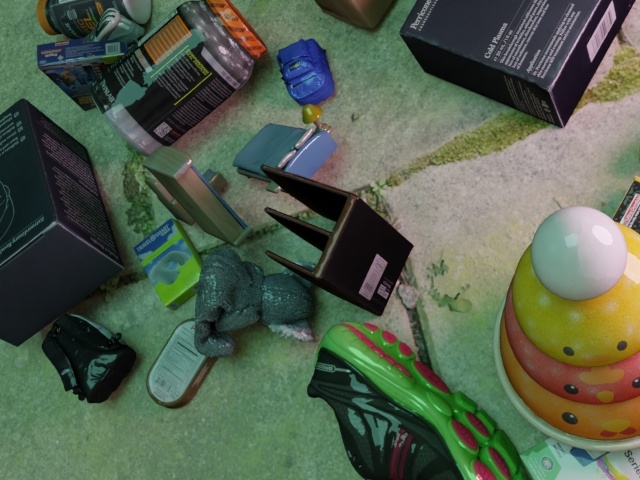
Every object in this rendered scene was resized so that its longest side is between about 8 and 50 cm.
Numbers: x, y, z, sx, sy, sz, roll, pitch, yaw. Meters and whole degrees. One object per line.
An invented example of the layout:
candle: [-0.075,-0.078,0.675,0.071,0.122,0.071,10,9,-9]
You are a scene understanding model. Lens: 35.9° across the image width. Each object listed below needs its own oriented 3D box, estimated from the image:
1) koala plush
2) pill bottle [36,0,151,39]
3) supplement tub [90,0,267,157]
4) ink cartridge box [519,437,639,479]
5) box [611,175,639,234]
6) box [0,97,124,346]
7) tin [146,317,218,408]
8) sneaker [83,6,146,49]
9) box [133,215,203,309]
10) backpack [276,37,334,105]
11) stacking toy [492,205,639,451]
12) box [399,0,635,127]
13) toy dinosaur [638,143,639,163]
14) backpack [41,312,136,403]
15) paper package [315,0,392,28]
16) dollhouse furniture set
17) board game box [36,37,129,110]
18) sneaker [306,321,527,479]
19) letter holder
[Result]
koala plush: [-0.114,0.111,1.847,0.221,0.203,0.196,9,58,1]
pill bottle: [-0.517,-0.529,2.235,0.245,0.130,0.130,-7,71,21]
supplement tub: [-0.288,-0.347,2.039,0.338,0.207,0.207,-38,64,8]
ink cartridge box: [0.444,0.359,1.560,0.212,0.093,0.154,-28,66,0]
box: [0.560,0.090,1.620,0.257,0.079,0.322,28,86,26]
box: [-0.619,-0.041,2.038,0.293,0.212,0.395,-35,50,10]
tin: [-0.269,0.241,1.948,0.106,0.040,0.190,30,87,23]
sneaker: [-0.458,-0.417,2.203,0.228,0.132,0.086,-31,46,51]
box: [-0.306,0.039,2.021,0.109,0.042,0.178,-37,64,8]
backpack: [-0.035,-0.334,1.989,0.098,0.101,0.120,-25,69,21]
stacking toy: [0.370,0.083,1.381,0.350,0.480,0.350,-9,65,20]
box: [0.374,-0.434,1.801,0.312,0.179,0.343,29,86,26]
toy dinosaur: [0.672,-0.230,1.628,0.322,0.164,0.218,-61,28,9]
backpack: [-0.472,0.231,1.992,0.182,0.115,0.152,33,76,29]
paper package: [0.066,-0.627,1.905,0.168,0.325,0.309,32,87,32]
dollhouse furniture set: [-0.173,-0.183,1.911,0.303,0.198,0.286,-48,35,-14]
board game box: [-0.495,-0.363,2.161,0.194,0.194,0.060,-8,67,-1]
sneaker: [0.164,0.345,1.681,0.483,0.185,0.202,45,116,28]
letter holder: [0.000,0.000,1.757,0.214,0.302,0.152,22,84,27]
